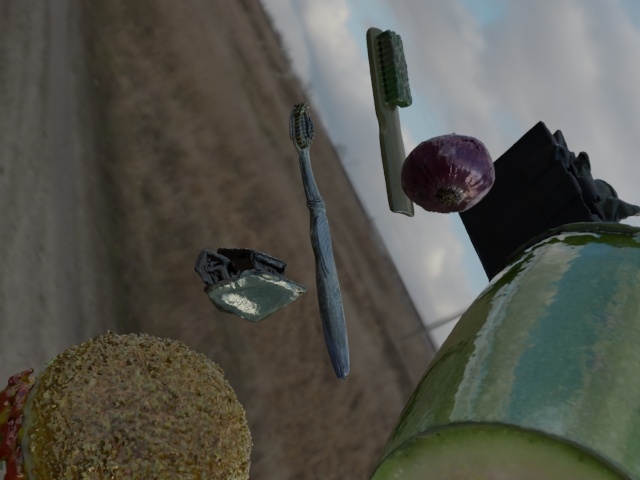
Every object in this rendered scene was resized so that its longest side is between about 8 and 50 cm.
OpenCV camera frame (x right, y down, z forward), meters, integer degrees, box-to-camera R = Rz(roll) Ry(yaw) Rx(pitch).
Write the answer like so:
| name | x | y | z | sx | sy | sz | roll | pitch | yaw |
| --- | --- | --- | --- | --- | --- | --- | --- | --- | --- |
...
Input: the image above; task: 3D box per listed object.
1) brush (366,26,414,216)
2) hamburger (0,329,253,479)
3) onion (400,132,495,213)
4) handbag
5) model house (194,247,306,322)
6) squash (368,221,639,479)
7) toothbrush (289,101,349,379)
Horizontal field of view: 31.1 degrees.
| name | x | y | z | sx | sy | sz | roll | pitch | yaw |
| --- | --- | --- | --- | --- | --- | --- | --- | --- | --- |
| brush | 0.108 | -0.173 | 1.647 | 0.054 | 0.048 | 0.282 | 13 | 66 | -51 |
| hamburger | -0.219 | 0.242 | 1.320 | 0.179 | 0.294 | 0.276 | -51 | -125 | 52 |
| onion | 0.155 | -0.086 | 1.408 | 0.115 | 0.115 | 0.104 | 62 | 26 | -53 |
| handbag | 0.389 | -0.026 | 1.931 | 0.118 | 0.269 | 0.325 | 18 | 39 | -38 |
| model house | -0.135 | 0.053 | 1.951 | 0.165 | 0.106 | 0.152 | 26 | 21 | -37 |
| squash | 0.209 | 0.165 | 0.982 | 0.263 | 0.263 | 0.384 | 64 | 31 | -13 |
| toothbrush | 0.000 | 0.000 | 1.696 | 0.042 | 0.035 | 0.413 | 163 | -82 | -71 |
